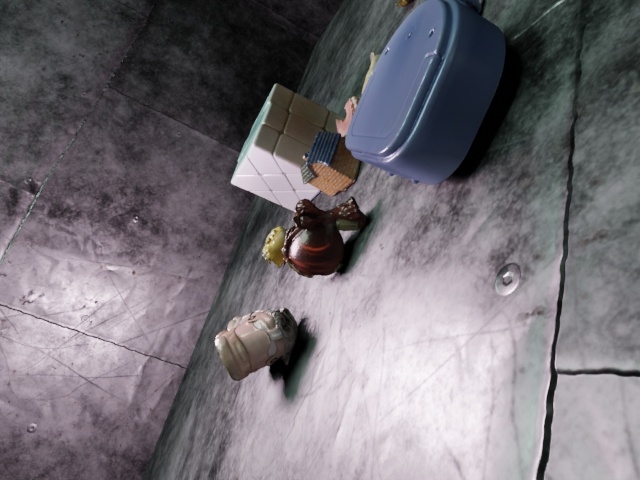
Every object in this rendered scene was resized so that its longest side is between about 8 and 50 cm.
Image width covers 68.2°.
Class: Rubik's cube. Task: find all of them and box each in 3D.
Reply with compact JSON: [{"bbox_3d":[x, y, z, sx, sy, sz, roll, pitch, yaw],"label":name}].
[{"bbox_3d":[-0.126,-0.349,1.853,0.322,0.319,0.316,-40,30,57],"label":"Rubik's cube"}]

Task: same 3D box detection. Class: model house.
[{"bbox_3d":[0.019,-0.253,1.530,0.183,0.172,0.166,-38,32,58],"label":"model house"}]

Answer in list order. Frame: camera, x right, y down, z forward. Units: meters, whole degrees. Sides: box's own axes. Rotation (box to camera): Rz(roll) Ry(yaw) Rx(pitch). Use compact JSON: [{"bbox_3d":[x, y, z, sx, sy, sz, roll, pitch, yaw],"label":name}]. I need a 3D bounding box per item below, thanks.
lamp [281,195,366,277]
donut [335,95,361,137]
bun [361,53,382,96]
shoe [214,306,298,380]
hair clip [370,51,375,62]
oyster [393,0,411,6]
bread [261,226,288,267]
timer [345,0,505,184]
[{"bbox_3d":[0.008,0.006,1.246,0.223,0.215,0.151,99,164,-46],"label":"lamp"},{"bbox_3d":[0.111,-0.407,1.619,0.166,0.065,0.117,133,128,-63],"label":"donut"},{"bbox_3d":[0.187,-0.471,1.452,0.164,0.111,0.188,108,178,-69],"label":"bun"},{"bbox_3d":[-0.155,0.281,1.364,0.198,0.172,0.351,-26,2,5],"label":"shoe"},{"bbox_3d":[0.196,-0.547,1.627,0.034,0.072,0.226,132,148,-63],"label":"hair clip"},{"bbox_3d":[0.314,-0.893,1.736,0.103,0.051,0.148,-51,6,48],"label":"oyster"},{"bbox_3d":[-0.153,0.013,1.833,0.110,0.103,0.156,-39,34,34],"label":"bread"},{"bbox_3d":[0.222,-0.309,0.971,0.395,0.173,0.395,-58,19,33],"label":"timer"}]
